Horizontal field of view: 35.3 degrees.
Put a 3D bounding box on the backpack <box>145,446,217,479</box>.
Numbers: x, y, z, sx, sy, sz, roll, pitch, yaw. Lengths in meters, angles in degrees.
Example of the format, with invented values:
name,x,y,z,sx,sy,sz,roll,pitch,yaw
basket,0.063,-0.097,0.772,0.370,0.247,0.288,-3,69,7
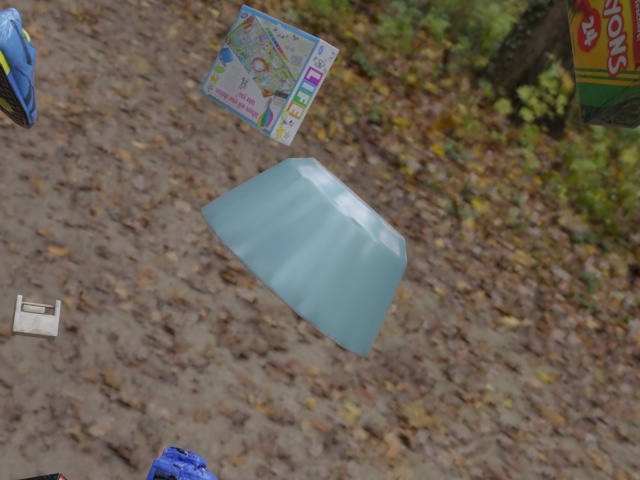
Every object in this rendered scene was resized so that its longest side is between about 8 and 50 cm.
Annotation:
name,x,y,z,sx,sy,sz,roll,pitch,yaw
backpack,-0.246,0.437,1.836,0.120,0.101,0.098,19,-11,13

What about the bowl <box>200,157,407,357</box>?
name,x,y,z,sx,sy,sz,roll,pitch,yaw
bowl,0.000,0.000,1.411,0.311,0.163,0.311,41,5,-4

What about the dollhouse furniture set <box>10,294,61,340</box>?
name,x,y,z,sx,sy,sz,roll,pitch,yaw
dollhouse furniture set,-0.610,0.184,1.942,0.184,0.129,0.129,9,65,-20

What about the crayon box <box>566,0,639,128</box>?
name,x,y,z,sx,sy,sz,roll,pitch,yaw
crayon box,0.379,-0.272,1.067,0.081,0.318,0.202,3,72,-17

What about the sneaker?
name,x,y,z,sx,sy,sz,roll,pitch,yaw
sneaker,-0.411,-0.231,1.372,0.069,0.209,0.082,29,64,12

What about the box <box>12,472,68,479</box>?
name,x,y,z,sx,sy,sz,roll,pitch,yaw
box,-0.492,0.464,1.688,0.044,0.233,0.159,-81,150,-45

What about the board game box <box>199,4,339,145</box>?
name,x,y,z,sx,sy,sz,roll,pitch,yaw
board game box,-0.055,-0.167,1.002,0.026,0.103,0.154,22,10,-40
